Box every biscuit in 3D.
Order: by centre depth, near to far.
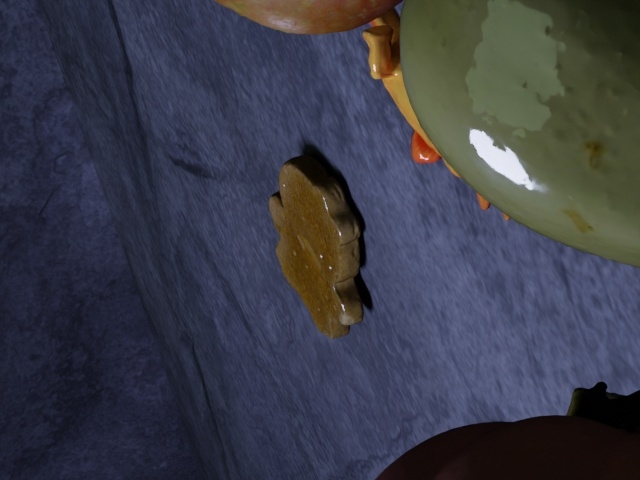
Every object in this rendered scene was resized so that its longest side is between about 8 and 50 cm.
[{"bbox_3d":[0.000,0.000,1.455,0.166,0.036,0.225,57,160,31],"label":"biscuit"}]

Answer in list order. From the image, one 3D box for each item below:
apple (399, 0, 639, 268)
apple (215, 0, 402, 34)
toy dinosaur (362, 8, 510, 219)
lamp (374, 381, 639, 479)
[{"bbox_3d":[0.124,-0.082,0.580,0.200,0.200,0.200,59,164,28],"label":"apple"},{"bbox_3d":[-0.015,-0.210,0.917,0.199,0.199,0.199,59,164,28],"label":"apple"},{"bbox_3d":[0.094,-0.072,0.940,0.288,0.070,0.117,56,174,49],"label":"toy dinosaur"},{"bbox_3d":[0.153,0.195,0.783,0.305,0.305,0.239,95,-167,-62],"label":"lamp"}]
